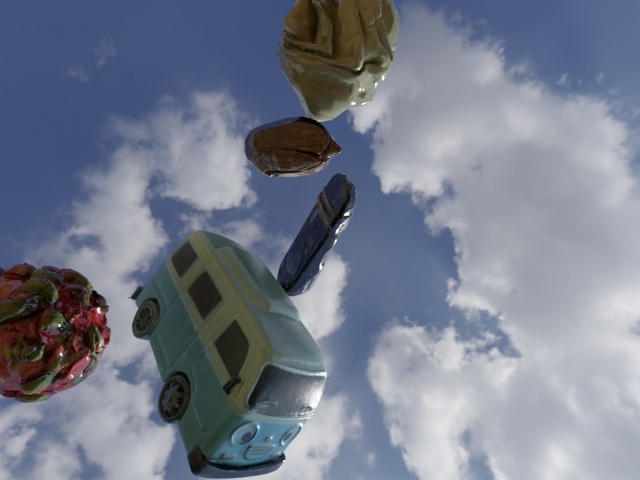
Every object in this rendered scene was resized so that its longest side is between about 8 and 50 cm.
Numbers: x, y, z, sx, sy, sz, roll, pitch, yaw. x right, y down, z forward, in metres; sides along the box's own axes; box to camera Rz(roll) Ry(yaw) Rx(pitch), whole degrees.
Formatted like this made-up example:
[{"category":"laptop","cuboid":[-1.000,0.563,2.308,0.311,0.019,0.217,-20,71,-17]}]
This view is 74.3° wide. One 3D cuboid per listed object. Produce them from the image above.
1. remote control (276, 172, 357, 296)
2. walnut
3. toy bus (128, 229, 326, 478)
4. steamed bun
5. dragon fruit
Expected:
[{"category":"remote control","cuboid":[0.000,0.000,0.722,0.066,0.266,0.090,4,-135,-31]},{"category":"walnut","cuboid":[-0.066,-0.204,0.930,0.245,0.137,0.137,-1,-108,24]},{"category":"toy bus","cuboid":[-0.108,0.115,0.507,0.165,0.133,0.271,-51,-133,8]},{"category":"steamed bun","cuboid":[0.040,-0.445,0.932,0.289,0.203,0.276,-28,-124,11]},{"category":"dragon fruit","cuboid":[-0.533,0.152,0.773,0.302,0.231,0.237,29,-102,29]}]
